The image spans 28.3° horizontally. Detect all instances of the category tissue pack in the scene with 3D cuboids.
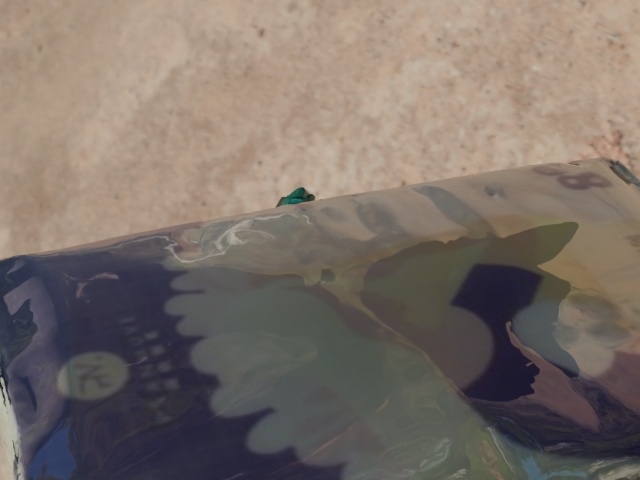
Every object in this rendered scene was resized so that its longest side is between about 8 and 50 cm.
[{"bbox_3d":[0.038,0.077,0.555,0.242,0.343,0.125,-124,28,-54],"label":"tissue pack"}]

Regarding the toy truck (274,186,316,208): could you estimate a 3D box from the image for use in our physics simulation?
[{"bbox_3d":[0.000,0.000,0.878,0.044,0.083,0.039,-2,50,52],"label":"toy truck"}]
